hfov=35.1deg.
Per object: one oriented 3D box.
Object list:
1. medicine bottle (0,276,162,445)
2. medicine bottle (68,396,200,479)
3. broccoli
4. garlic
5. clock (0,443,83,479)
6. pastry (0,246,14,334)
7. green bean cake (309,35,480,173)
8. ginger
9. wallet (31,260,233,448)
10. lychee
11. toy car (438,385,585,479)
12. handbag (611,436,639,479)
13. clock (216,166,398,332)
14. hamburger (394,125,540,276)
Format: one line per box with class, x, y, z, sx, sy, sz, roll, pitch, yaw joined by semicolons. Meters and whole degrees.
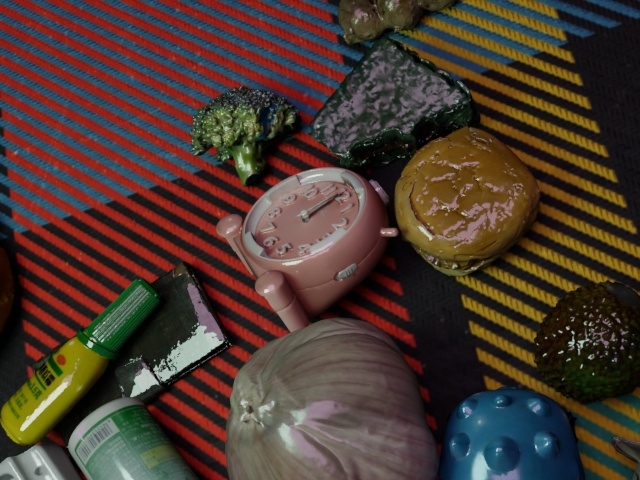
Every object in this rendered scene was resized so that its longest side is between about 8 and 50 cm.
medicine bottle;-0.364;0.183;1.556;0.309;0.076;0.111;-46;32;-6
medicine bottle;-0.244;0.367;1.469;0.133;0.133;0.274;-42;63;1
broccoli;-0.119;-0.169;1.627;0.154;0.167;0.160;-11;96;48
garlic;0.004;0.242;1.343;0.317;0.259;0.317;-42;37;43
clock;-0.457;0.468;1.517;0.262;0.116;0.231;-40;65;3
pastry;-0.677;0.102;1.695;0.356;0.164;0.356;-4;71;11
green bean cake;0.113;-0.180;1.553;0.193;0.107;0.208;41;89;23
ginger;0.126;-0.386;1.634;0.204;0.080;0.104;-14;63;16
wallet;-0.304;0.180;1.602;0.317;0.044;0.169;-33;66;6
lychee;0.363;0.141;1.338;0.171;0.171;0.171;-6;70;17
toy car;0.242;0.309;1.297;0.188;0.190;0.255;-2;73;17
handbag;0.419;0.378;1.257;0.182;0.117;0.270;14;78;31
clock;0.000;0.000;1.506;0.241;0.142;0.227;-36;40;-4
hamburger;0.212;-0.054;1.481;0.214;0.108;0.213;-6;67;13
